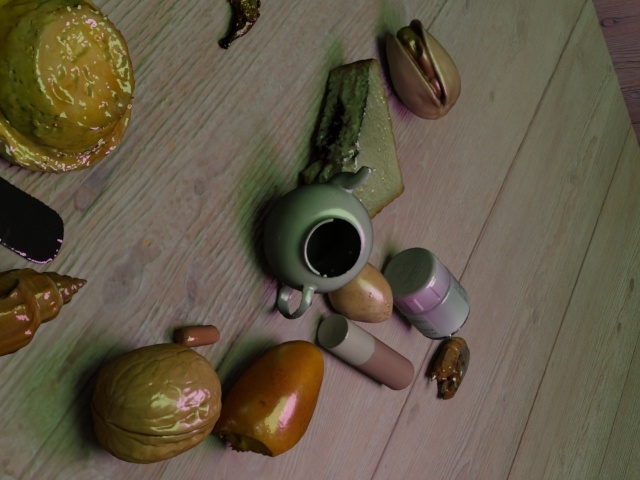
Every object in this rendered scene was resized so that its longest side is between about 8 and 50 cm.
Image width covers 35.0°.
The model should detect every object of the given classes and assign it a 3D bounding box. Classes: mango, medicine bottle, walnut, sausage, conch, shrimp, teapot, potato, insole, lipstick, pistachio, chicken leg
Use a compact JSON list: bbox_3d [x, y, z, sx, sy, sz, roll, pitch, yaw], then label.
[{"bbox_3d":[-0.068,0.255,1.670,0.252,0.126,0.153,-48,137,-46],"label":"mango"},{"bbox_3d":[0.216,0.107,2.071,0.168,0.135,0.135,46,52,-44],"label":"medicine bottle"},{"bbox_3d":[-0.227,0.227,1.422,0.197,0.165,0.165,1,87,-51],"label":"walnut"},{"bbox_3d":[-0.191,0.149,1.581,0.083,0.034,0.034,0,88,-54],"label":"sausage"},{"bbox_3d":[-0.417,0.110,1.217,0.330,0.109,0.093,-31,121,-40],"label":"conch"},{"bbox_3d":[0.293,0.290,2.235,0.187,0.052,0.132,-34,115,-53],"label":"shrimp"},{"bbox_3d":[0.000,0.000,1.732,0.193,0.129,0.294,21,95,-26],"label":"teapot"},{"bbox_3d":[0.076,0.093,1.904,0.147,0.112,0.112,49,50,-32],"label":"potato"},{"bbox_3d":[-0.440,-0.066,1.269,0.322,0.007,0.109,41,58,-46],"label":"insole"},{"bbox_3d":[0.090,0.216,1.940,0.254,0.070,0.070,37,58,-48],"label":"lipstick"},{"bbox_3d":[0.211,-0.348,2.101,0.144,0.144,0.215,-49,120,-44],"label":"pistachio"},{"bbox_3d":[-0.132,-0.382,1.698,0.062,0.037,0.145,14,75,-31],"label":"chicken leg"}]

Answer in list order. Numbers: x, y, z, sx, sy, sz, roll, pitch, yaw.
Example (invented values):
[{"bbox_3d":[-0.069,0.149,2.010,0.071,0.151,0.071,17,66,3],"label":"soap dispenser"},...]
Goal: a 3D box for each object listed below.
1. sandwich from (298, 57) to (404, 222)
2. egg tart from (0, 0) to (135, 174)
[{"bbox_3d":[0.054,-0.178,1.891,0.254,0.100,0.288,-30,112,-52],"label":"sandwich"},{"bbox_3d":[-0.344,-0.222,1.329,0.288,0.118,0.288,3,86,-50],"label":"egg tart"}]
